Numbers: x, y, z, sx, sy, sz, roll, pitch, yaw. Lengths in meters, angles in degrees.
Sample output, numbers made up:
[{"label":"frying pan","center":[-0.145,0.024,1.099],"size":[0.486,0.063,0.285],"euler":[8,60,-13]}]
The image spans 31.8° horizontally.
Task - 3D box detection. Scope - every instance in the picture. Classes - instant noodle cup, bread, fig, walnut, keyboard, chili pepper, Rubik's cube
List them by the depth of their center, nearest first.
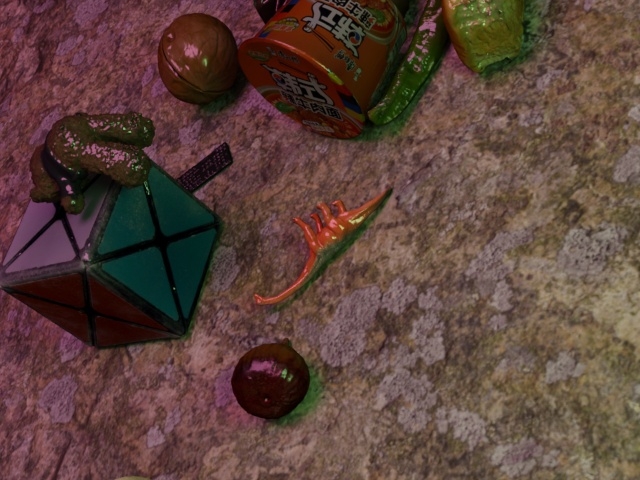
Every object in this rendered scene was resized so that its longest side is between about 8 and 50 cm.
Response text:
[{"label":"fig","center":[-0.068,0.208,1.677],"size":[0.119,0.153,0.119],"euler":[0,89,11]},{"label":"bread","center":[0.260,-0.396,1.780],"size":[0.121,0.174,0.245],"euler":[-5,56,16]},{"label":"chili pepper","center":[0.170,-0.328,1.877],"size":[0.085,0.076,0.359],"euler":[-31,31,63]},{"label":"instant noodle cup","center":[0.016,-0.320,1.890],"size":[0.250,0.250,0.192],"euler":[13,62,47]},{"label":"Rubik's cube","center":[-0.361,0.015,1.956],"size":[0.255,0.259,0.260],"euler":[-10,54,36]},{"label":"keyboard","center":[-0.252,-0.111,2.141],"size":[0.204,0.013,0.061],"euler":[-35,42,16]},{"label":"walnut","center":[-0.240,-0.357,2.213],"size":[0.167,0.167,0.207],"euler":[-34,40,19]}]

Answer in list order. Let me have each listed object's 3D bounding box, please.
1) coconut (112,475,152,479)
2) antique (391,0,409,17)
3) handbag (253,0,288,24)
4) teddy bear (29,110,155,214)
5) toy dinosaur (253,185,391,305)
[{"label":"coconut","center":[-0.269,0.441,1.584],"size":[0.222,0.202,0.202],"euler":[18,73,46]},{"label":"antique","center":[0.141,-0.483,1.981],"size":[0.257,0.121,0.143],"euler":[-53,33,-1]},{"label":"handbag","center":[-0.011,-0.451,2.046],"size":[0.074,0.203,0.216],"euler":[37,82,20]},{"label":"teddy bear","center":[-0.386,-0.143,1.811],"size":[0.251,0.129,0.182],"euler":[-20,43,30]},{"label":"toy dinosaur","center":[-0.003,-0.001,1.792],"size":[0.279,0.055,0.101],"euler":[-37,64,12]}]
